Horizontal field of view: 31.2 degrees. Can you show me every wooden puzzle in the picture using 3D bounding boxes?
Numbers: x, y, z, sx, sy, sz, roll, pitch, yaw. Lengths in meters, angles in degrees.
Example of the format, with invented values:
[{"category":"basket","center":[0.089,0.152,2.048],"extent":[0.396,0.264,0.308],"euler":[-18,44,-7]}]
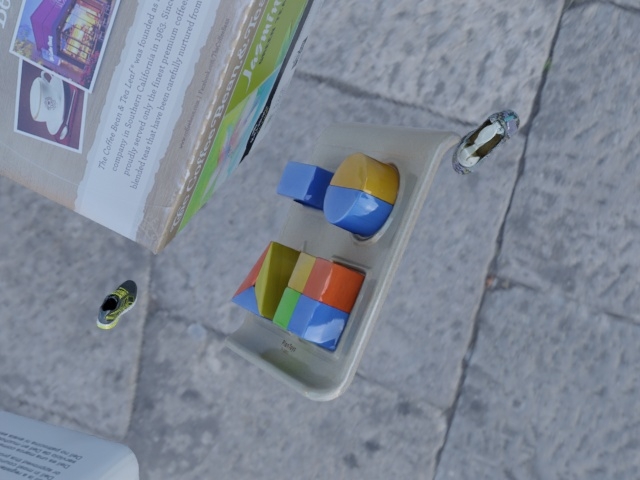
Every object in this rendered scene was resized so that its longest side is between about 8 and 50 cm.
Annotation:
[{"category":"wooden puzzle","center":[0.000,0.000,1.412],"extent":[0.080,0.322,0.348],"euler":[28,86,-25]}]

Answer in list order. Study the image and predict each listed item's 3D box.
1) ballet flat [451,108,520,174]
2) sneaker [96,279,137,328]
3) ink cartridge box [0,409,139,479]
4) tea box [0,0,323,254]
[{"category":"ballet flat","center":[0.186,-0.114,1.355],"extent":[0.041,0.041,0.114],"euler":[44,130,-2]},{"category":"sneaker","center":[-0.263,0.079,1.498],"extent":[0.031,0.083,0.035],"euler":[21,138,8]},{"category":"ink cartridge box","center":[-0.254,0.191,0.551],"extent":[0.211,0.289,0.122],"euler":[10,113,28]},{"category":"tea box","center":[-0.130,-0.224,1.016],"extent":[0.220,0.323,0.329],"euler":[27,120,4]}]
